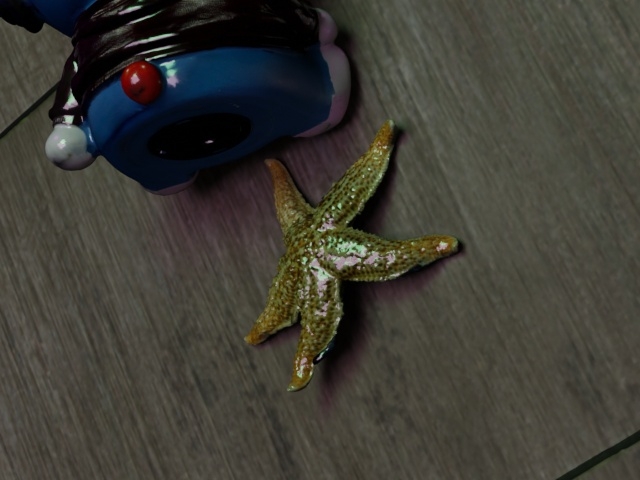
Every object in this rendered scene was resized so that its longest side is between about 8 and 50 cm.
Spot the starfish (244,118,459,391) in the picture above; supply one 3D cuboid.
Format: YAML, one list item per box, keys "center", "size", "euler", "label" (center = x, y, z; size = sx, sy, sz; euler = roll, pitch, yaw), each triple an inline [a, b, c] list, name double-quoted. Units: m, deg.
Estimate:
- center: [0.000, 0.000, 1.362]
  size: [0.208, 0.053, 0.176]
  euler: [-50, 49, 13]
  label: "starfish"

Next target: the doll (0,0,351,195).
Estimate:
- center: [-0.125, -0.215, 1.370]
  size: [0.284, 0.240, 0.310]
  euler: [-17, 73, 9]
  label: "doll"
